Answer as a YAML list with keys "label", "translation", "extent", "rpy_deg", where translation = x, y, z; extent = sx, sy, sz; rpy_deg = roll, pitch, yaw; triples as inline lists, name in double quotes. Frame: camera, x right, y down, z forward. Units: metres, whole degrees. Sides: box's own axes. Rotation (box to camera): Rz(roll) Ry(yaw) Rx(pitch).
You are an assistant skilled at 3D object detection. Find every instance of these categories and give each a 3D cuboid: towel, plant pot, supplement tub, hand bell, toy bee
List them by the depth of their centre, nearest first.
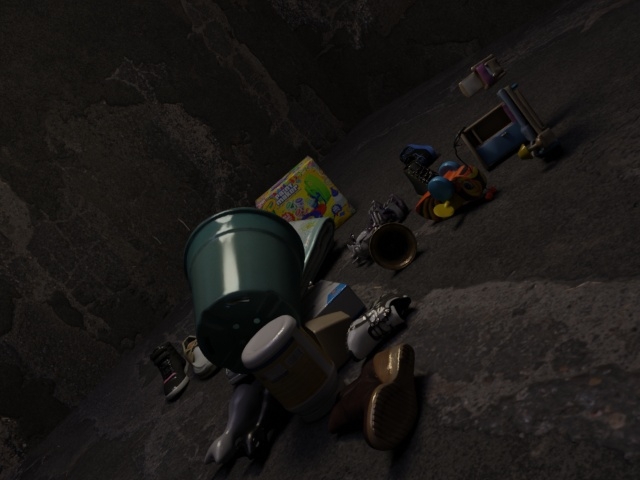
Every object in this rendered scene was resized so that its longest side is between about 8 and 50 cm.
- label: "supplement tub"
  translation: [-0.056, 0.275, 1.371]
  extent: [0.144, 0.200, 0.144]
  rpy_deg: [-38, 13, 10]
- label: "plant pot"
  translation: [0.036, 0.226, 1.506]
  extent: [0.096, 0.109, 0.109]
  rpy_deg: [-30, 11, -12]
- label: "plant pot"
  translation: [-0.190, 0.142, 1.651]
  extent: [0.341, 0.341, 0.334]
  rpy_deg: [-38, 29, 14]
- label: "toy bee"
  translation: [0.367, -0.132, 1.688]
  extent: [0.195, 0.162, 0.298]
  rpy_deg: [-53, -9, -16]
- label: "hand bell"
  translation: [0.199, 0.010, 1.803]
  extent: [0.126, 0.126, 0.242]
  rpy_deg: [-40, 0, 5]
- label: "towel"
  translation: [-0.142, 0.077, 2.201]
  extent: [0.320, 0.090, 0.375]
  rpy_deg: [-3, 47, 38]

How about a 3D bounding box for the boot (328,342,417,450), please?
- label: "boot"
  translation: [0.085, 0.315, 1.169]
  extent: [0.207, 0.090, 0.248]
  rpy_deg: [-47, 9, 35]

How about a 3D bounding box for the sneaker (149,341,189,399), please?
- label: "sneaker"
  translation: [-0.551, 0.460, 2.292]
  extent: [0.104, 0.147, 0.296]
  rpy_deg: [-39, 14, 0]

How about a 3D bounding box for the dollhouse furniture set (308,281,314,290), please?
- label: "dollhouse furniture set"
  translation: [-0.038, 0.177, 1.901]
  extent: [0.114, 0.081, 0.091]
  rpy_deg: [-28, 18, 45]

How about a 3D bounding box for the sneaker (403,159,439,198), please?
- label: "sneaker"
  translation: [0.329, -0.190, 1.977]
  extent: [0.083, 0.118, 0.222]
  rpy_deg: [-44, 13, -13]

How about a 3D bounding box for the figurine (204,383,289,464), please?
- label: "figurine"
  translation: [-0.167, 0.424, 1.473]
  extent: [0.215, 0.092, 0.209]
  rpy_deg: [-29, 21, 44]

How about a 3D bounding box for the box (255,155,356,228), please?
- label: "box"
  translation: [-0.064, -0.138, 2.568]
  extent: [0.290, 0.279, 0.177]
  rpy_deg: [-41, 13, 3]

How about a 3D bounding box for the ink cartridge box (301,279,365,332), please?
- label: "ink cartridge box"
  translation: [0.010, 0.189, 1.715]
  extent: [0.148, 0.086, 0.203]
  rpy_deg: [-45, 13, -13]

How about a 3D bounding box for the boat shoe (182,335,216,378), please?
- label: "boat shoe"
  translation: [-0.421, 0.398, 2.219]
  extent: [0.113, 0.103, 0.302]
  rpy_deg: [-46, 14, -19]

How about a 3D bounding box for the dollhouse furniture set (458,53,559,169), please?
- label: "dollhouse furniture set"
  translation: [0.452, -0.321, 1.686]
  extent: [0.198, 0.286, 0.303]
  rpy_deg: [-36, 2, 19]

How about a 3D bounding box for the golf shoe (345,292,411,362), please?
- label: "golf shoe"
  translation: [0.129, 0.185, 1.419]
  extent: [0.094, 0.077, 0.198]
  rpy_deg: [-22, 24, 54]

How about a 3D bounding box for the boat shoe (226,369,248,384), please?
- label: "boat shoe"
  translation: [-0.235, 0.323, 1.936]
  extent: [0.118, 0.103, 0.320]
  rpy_deg: [-37, 13, 18]

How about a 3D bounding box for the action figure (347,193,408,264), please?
- label: "action figure"
  translation: [0.162, -0.035, 1.981]
  extent: [0.185, 0.099, 0.285]
  rpy_deg: [-38, 8, 44]

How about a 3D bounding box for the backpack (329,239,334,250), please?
- label: "backpack"
  translation: [0.000, 0.000, 2.338]
  extent: [0.084, 0.105, 0.114]
  rpy_deg: [4, 41, 40]

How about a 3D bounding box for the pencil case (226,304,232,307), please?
- label: "pencil case"
  translation: [-0.276, 0.198, 2.435]
  extent: [0.306, 0.119, 0.133]
  rpy_deg: [-31, -4, 40]

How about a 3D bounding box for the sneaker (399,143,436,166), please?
- label: "sneaker"
  translation: [0.342, -0.307, 2.407]
  extent: [0.090, 0.081, 0.232]
  rpy_deg: [-37, 13, -14]
